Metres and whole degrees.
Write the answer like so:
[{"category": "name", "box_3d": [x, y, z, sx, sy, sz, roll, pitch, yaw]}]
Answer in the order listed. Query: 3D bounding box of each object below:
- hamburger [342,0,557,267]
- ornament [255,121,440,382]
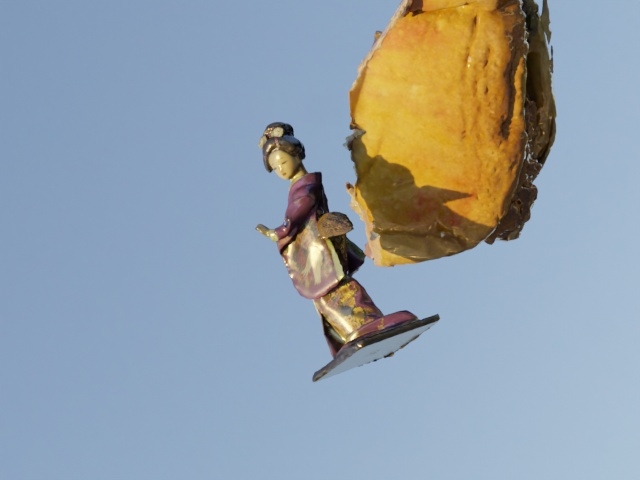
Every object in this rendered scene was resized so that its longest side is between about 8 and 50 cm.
[{"category": "hamburger", "box_3d": [0.105, -0.109, 1.313, 0.282, 0.245, 0.155, -43, 15, 26]}, {"category": "ornament", "box_3d": [-0.005, 0.005, 1.226, 0.081, 0.203, 0.088, -25, -8, -38]}]
